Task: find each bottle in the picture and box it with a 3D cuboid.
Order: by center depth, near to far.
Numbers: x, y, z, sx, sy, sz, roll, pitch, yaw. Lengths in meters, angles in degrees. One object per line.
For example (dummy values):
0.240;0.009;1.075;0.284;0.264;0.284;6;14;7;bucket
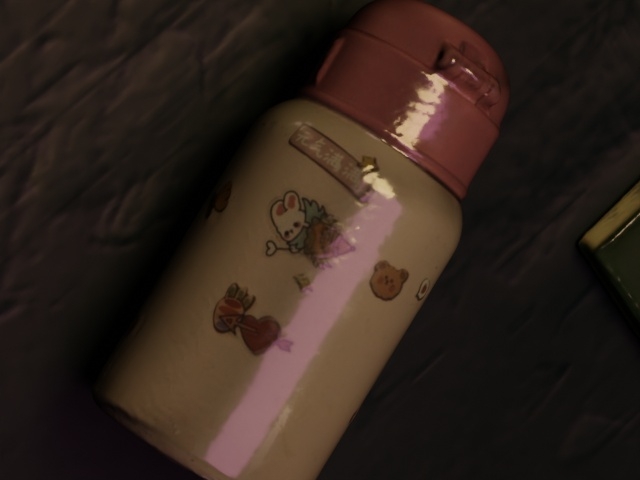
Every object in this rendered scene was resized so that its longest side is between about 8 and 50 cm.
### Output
0.000;0.000;0.885;0.110;0.110;0.233;33;86;-33;bottle

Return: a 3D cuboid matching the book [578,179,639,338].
0.325;0.044;1.129;0.260;0.043;0.371;-43;120;-10;book
